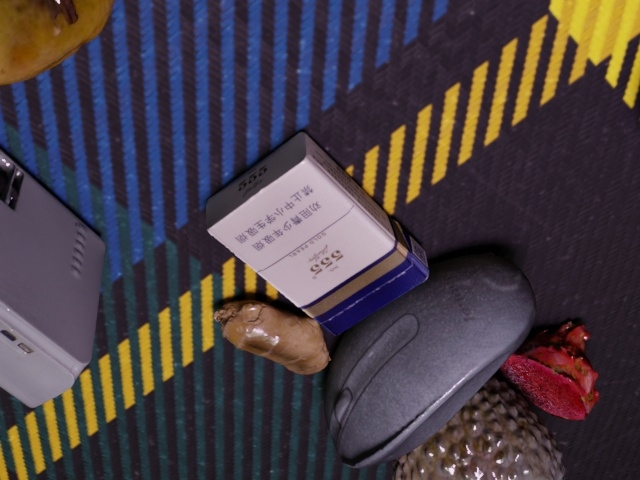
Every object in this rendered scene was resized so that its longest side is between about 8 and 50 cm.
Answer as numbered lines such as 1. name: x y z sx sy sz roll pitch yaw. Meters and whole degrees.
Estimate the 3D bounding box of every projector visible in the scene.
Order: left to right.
1. projector: -0.358 0.036 1.116 0.108 0.250 0.198 -29 128 18

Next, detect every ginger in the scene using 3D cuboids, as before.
1. ginger: -0.056 0.133 1.351 0.190 0.068 0.095 25 154 -26

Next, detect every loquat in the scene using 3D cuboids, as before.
1. loquat: -0.302 -0.248 0.914 0.213 0.213 0.213 -3 130 -4

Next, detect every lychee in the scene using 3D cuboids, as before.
1. lychee: 0.225 0.312 1.421 0.255 0.255 0.274 -11 101 3

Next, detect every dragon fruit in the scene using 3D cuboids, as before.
1. dragon fruit: 0.351 0.181 1.429 0.111 0.153 0.153 -48 131 -20

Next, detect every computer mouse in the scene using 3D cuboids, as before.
1. computer mouse: 0.120 0.156 1.315 0.374 0.203 0.114 -46 138 18

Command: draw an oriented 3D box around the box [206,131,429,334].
1. box: 0.000 0.000 1.245 0.168 0.071 0.259 -34 126 20
